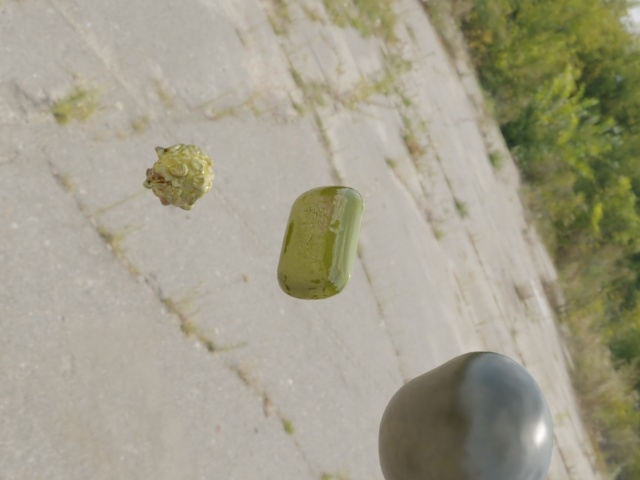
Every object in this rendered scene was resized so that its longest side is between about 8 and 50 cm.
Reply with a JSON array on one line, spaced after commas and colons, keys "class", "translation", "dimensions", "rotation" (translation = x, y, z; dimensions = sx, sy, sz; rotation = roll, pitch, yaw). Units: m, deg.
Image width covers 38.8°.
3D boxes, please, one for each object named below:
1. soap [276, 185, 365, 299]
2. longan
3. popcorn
[{"class": "soap", "translation": [0.000, 0.000, 0.989], "dimensions": [0.045, 0.089, 0.140], "rotation": [54, 42, -56]}, {"class": "longan", "translation": [0.194, 0.266, 1.227], "dimensions": [0.248, 0.248, 0.248], "rotation": [57, 19, -32]}, {"class": "popcorn", "translation": [-0.159, -0.075, 1.026], "dimensions": [0.083, 0.082, 0.057], "rotation": [46, 41, -33]}]
